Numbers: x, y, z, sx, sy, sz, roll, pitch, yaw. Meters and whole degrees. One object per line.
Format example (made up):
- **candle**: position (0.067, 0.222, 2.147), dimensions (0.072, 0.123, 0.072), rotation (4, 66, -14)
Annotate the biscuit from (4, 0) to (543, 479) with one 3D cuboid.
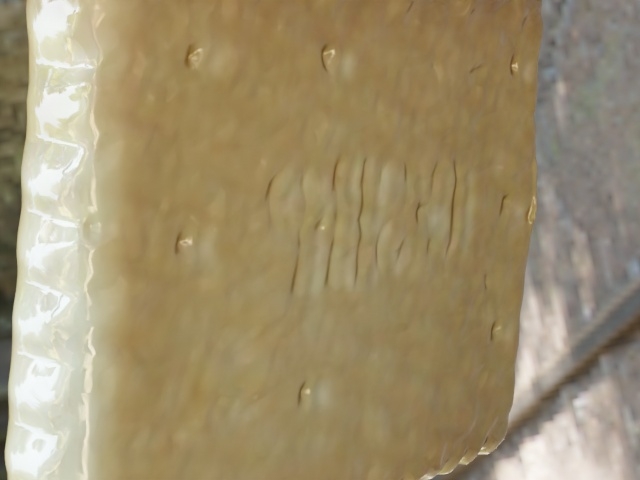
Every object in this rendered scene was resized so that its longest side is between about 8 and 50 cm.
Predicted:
- **biscuit**: position (-0.001, 0.000, 0.490), dimensions (0.249, 0.030, 0.160), rotation (-11, -74, -60)
